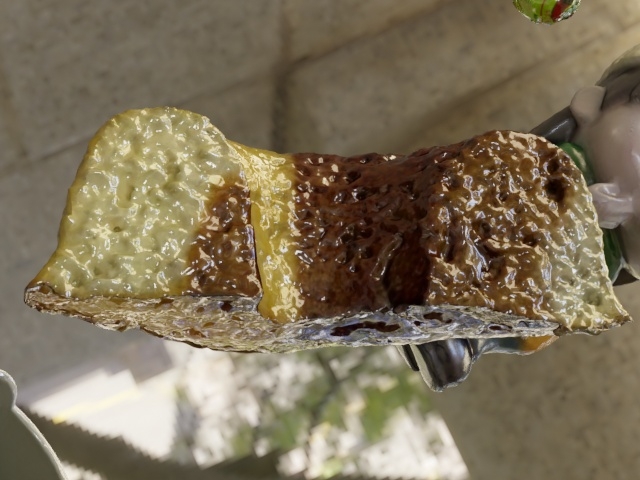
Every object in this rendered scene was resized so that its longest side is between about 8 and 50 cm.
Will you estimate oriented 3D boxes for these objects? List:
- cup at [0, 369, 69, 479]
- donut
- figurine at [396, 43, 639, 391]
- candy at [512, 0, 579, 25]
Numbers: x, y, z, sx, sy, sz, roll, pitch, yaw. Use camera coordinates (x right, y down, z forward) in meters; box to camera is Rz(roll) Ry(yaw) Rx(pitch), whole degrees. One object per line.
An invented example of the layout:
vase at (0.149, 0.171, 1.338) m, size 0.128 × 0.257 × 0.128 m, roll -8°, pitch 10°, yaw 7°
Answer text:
cup at (-0.362, 0.255, 1.528) m, size 0.257 × 0.219 × 0.289 m, roll -45°, pitch 163°, yaw 32°
donut at (0.000, 0.000, 0.984) m, size 0.295 × 0.112 × 0.151 m, roll 5°, pitch 170°, yaw -8°
figurine at (0.190, -0.028, 1.368) m, size 0.332 × 0.185 × 0.204 m, roll -22°, pitch -162°, yaw 5°
candy at (0.088, -0.157, 1.049) m, size 0.035 × 0.123 × 0.035 m, roll -50°, pitch 166°, yaw -46°
